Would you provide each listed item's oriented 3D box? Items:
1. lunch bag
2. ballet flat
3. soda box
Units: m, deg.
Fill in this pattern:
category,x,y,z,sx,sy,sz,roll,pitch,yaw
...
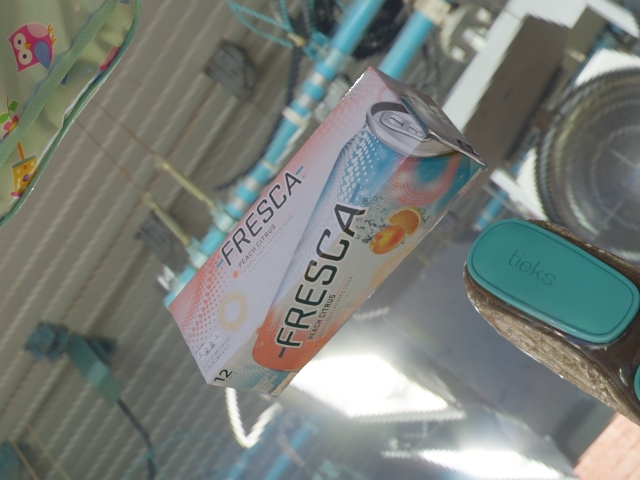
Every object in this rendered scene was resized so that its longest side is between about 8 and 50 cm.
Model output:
category,x,y,z,sx,sy,sz,roll,pitch,yaw
lunch bag,-0.260,-0.150,0.909,0.279,0.108,0.224,-58,-40,-17
ballet flat,0.151,0.052,0.541,0.073,0.206,0.067,-47,-43,-4
soda box,0.000,0.000,0.654,0.058,0.063,0.183,19,-61,-46
